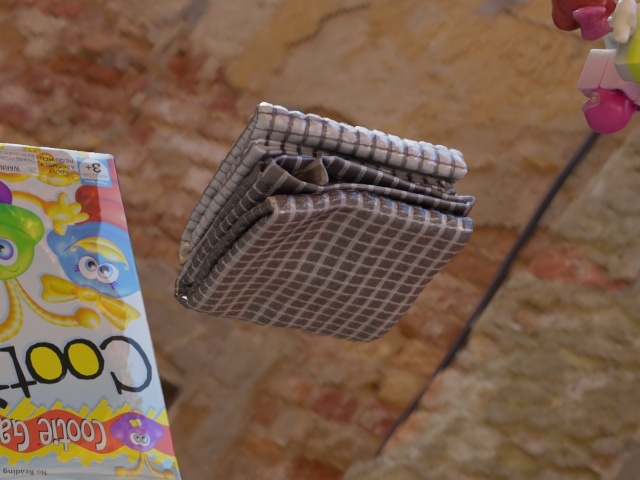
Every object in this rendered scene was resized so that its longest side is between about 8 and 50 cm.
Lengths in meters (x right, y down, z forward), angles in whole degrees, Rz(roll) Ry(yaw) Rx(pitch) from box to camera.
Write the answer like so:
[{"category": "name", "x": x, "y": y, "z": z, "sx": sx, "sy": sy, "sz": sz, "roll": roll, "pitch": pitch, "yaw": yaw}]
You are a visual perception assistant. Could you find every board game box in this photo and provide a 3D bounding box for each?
[{"category": "board game box", "x": -0.199, "y": 0.082, "z": 0.965, "sx": 0.142, "sy": 0.275, "sz": 0.144, "roll": 5, "pitch": -43, "yaw": -25}]

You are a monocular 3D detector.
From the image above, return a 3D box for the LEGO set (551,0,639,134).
[{"category": "LEGO set", "x": 0.064, "y": -0.107, "z": 0.499, "sx": 0.287, "sy": 0.107, "sz": 0.132, "roll": 29, "pitch": -25, "yaw": -33}]

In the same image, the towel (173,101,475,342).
[{"category": "towel", "x": 0.000, "y": 0.000, "z": 1.493, "sx": 0.235, "sy": 0.121, "sz": 0.284, "roll": 13, "pitch": -33, "yaw": -19}]
